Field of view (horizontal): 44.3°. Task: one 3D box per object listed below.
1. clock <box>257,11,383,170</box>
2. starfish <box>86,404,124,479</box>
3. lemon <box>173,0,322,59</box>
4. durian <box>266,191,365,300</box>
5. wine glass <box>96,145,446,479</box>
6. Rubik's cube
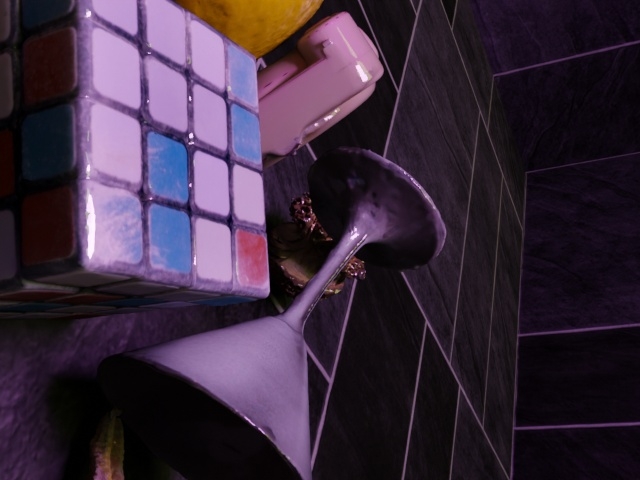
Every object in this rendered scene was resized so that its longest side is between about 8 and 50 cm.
[{"bbox_3d":[-0.052,-0.179,1.032,0.114,0.284,0.309,55,11,-9],"label":"clock"},{"bbox_3d":[-0.227,0.338,0.615,0.384,0.132,0.398,50,20,22],"label":"starfish"},{"bbox_3d":[-0.142,-0.346,0.866,0.364,0.364,0.364,32,54,-58],"label":"lemon"},{"bbox_3d":[0.000,0.000,1.219,0.167,0.196,0.196,57,30,-8],"label":"durian"},{"bbox_3d":[-0.028,0.089,0.923,0.406,0.267,0.267,-52,129,-37],"label":"wine glass"},{"bbox_3d":[-0.217,-0.065,0.703,0.259,0.253,0.256,15,68,-64],"label":"Rubik's cube"}]
